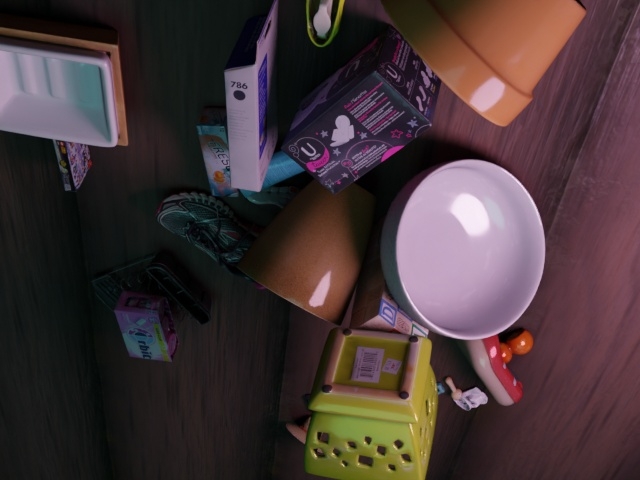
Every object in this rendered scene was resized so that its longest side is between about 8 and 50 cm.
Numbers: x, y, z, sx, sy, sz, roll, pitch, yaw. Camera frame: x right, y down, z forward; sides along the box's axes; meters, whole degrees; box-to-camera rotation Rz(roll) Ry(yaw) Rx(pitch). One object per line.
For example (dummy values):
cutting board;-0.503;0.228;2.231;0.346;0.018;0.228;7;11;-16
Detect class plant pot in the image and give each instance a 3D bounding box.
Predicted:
plant pot;0.000;0.000;1.797;0.237;0.237;0.254;30;91;-16
plant pot;0.093;0.291;1.674;0.227;0.228;0.207;6;131;12
plant pot;0.258;-0.348;1.394;0.291;0.291;0.203;37;115;-22

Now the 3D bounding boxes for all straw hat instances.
straw hat;-0.021;0.500;2.444;0.144;0.144;0.061;33;92;-19

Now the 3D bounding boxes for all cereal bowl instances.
cereal bowl;0.252;0.016;1.745;0.339;0.339;0.141;37;165;-22

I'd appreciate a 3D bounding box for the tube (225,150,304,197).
tube;-0.076;-0.145;1.791;0.207;0.052;0.080;-22;129;16

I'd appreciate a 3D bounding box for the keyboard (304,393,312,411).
keyboard;0.058;0.430;2.380;0.192;0.038;0.100;-10;131;24

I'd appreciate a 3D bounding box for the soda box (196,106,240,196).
soda box;-0.195;-0.173;1.813;0.058;0.063;0.183;3;135;11

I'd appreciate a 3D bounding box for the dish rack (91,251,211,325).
dish rack;-0.406;0.134;2.169;0.271;0.074;0.208;-18;127;29

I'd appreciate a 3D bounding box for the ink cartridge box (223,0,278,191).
ink cartridge box;-0.119;-0.262;1.632;0.065;0.165;0.333;10;135;6

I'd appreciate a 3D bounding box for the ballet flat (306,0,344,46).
ballet flat;0.011;-0.418;1.504;0.077;0.077;0.231;11;136;4

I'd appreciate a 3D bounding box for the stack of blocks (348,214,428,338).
stack of blocks;0.165;0.101;1.832;0.171;0.297;0.087;38;131;-22

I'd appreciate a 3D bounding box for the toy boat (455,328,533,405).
toy boat;0.407;0.250;2.061;0.151;0.151;0.231;-35;124;3

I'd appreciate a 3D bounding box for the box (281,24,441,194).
box;0.072;-0.229;1.620;0.142;0.163;0.247;40;130;-20

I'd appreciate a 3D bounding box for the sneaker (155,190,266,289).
sneaker;-0.211;-0.003;1.954;0.299;0.112;0.121;26;135;-11

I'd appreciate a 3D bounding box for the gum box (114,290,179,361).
gum box;-0.403;0.198;2.138;0.107;0.062;0.188;6;137;10

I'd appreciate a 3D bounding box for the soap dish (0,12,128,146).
soap dish;-0.500;-0.303;1.718;0.290;0.118;0.229;10;136;4

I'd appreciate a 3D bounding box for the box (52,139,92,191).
box;-0.500;-0.180;1.860;0.027;0.094;0.137;8;136;6

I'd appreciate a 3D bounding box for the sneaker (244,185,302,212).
sneaker;-0.084;-0.083;1.896;0.157;0.061;0.065;21;166;-13

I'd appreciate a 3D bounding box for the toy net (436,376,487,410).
toy net;0.296;0.382;2.265;0.232;0.045;0.122;21;135;-7
